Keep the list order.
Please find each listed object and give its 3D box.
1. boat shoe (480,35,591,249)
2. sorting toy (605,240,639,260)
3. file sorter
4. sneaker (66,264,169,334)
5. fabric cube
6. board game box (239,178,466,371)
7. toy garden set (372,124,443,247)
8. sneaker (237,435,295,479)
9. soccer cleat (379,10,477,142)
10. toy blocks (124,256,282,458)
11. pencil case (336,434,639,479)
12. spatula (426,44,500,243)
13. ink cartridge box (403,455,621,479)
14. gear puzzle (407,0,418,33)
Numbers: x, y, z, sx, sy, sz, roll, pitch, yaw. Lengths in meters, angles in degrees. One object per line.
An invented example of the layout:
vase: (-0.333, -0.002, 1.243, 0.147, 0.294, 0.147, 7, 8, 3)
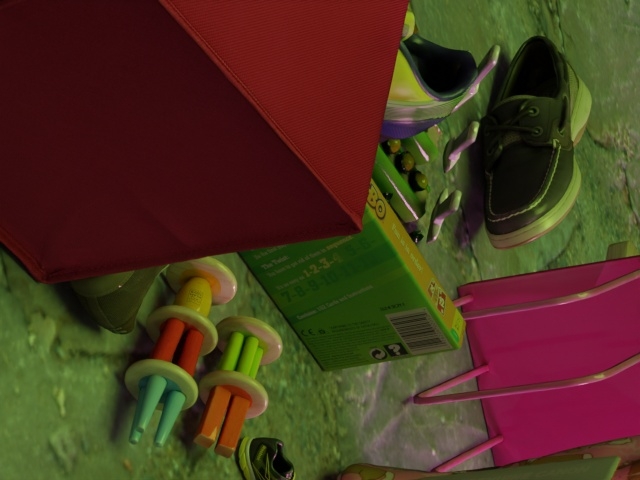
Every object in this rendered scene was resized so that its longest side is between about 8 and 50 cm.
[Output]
boat shoe: (0.197, -0.099, 1.911, 0.092, 0.102, 0.285, 57, 32, -25)
sorting toy: (0.305, 0.181, 2.010, 0.255, 0.089, 0.257, 53, 38, -38)
file sorter: (0.203, 0.179, 1.725, 0.182, 0.202, 0.291, -16, 95, -57)
sneaker: (-0.126, -0.020, 1.372, 0.071, 0.066, 0.188, 73, 31, -45)
fabric cube: (-0.116, -0.158, 1.223, 0.254, 0.259, 0.258, 48, 44, -44)
board game box: (0.000, 0.000, 1.503, 0.259, 0.124, 0.039, 54, 37, -38)
toy garden set: (0.044, -0.071, 1.678, 0.204, 0.049, 0.244, 52, 40, -39)
sneaker: (-0.034, 0.183, 1.474, 0.031, 0.035, 0.083, -49, 123, -53)
soccer cleat: (0.004, -0.164, 1.530, 0.289, 0.121, 0.093, 24, 47, -41)
toy blocks: (-0.085, 0.102, 1.393, 0.123, 0.054, 0.148, 55, 38, -35)
pencil case: (0.205, 0.221, 1.519, 0.167, 0.386, 0.160, -62, 139, -64)
spatula: (0.115, -0.085, 1.666, 0.242, 0.019, 0.168, 103, 3, -86)
ink cartridge box: (0.021, 0.295, 1.259, 0.091, 0.308, 0.385, 67, 31, -21)
gear puzzle: (0.002, -0.263, 1.680, 0.339, 0.044, 0.175, 41, 37, -52)
